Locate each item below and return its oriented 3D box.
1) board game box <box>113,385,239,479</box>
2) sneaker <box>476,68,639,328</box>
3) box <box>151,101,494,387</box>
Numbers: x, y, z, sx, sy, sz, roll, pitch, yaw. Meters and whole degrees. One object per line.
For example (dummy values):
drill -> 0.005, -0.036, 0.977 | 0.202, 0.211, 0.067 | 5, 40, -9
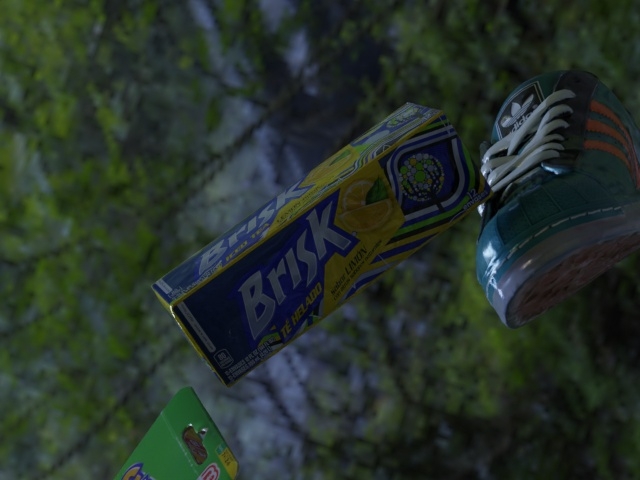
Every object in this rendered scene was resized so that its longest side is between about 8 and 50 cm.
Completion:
board game box -> -0.127, 0.214, 1.086 | 0.039, 0.259, 0.124 | 29, -172, -27
sneaker -> 0.134, -0.033, 1.087 | 0.121, 0.108, 0.302 | 55, -162, 6
box -> 0.000, 0.000, 0.946 | 0.054, 0.169, 0.059 | 56, 172, -16
